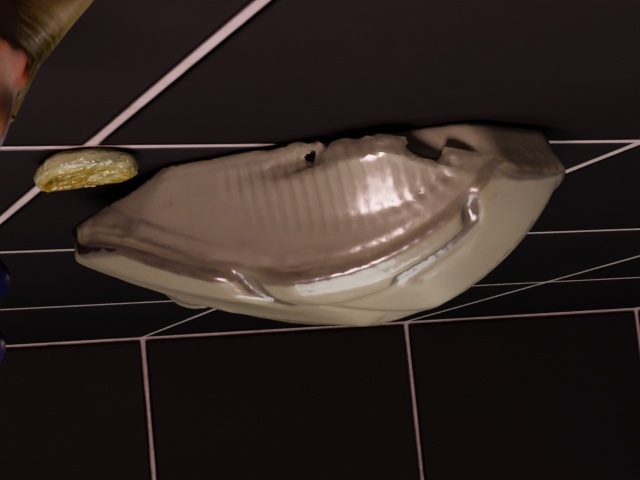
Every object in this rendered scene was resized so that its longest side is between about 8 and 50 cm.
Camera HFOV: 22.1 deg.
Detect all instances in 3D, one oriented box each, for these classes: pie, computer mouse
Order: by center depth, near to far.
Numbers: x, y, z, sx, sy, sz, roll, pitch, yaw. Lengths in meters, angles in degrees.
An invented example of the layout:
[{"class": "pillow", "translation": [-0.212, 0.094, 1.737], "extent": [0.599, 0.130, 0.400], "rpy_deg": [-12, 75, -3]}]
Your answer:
[{"class": "pie", "translation": [-0.181, -0.055, 1.264], "extent": [0.084, 0.021, 0.084], "rpy_deg": [-8, 169, -2]}, {"class": "computer mouse", "translation": [-0.002, 0.004, 1.375], "extent": [0.429, 0.145, 0.228], "rpy_deg": [-8, 174, 21]}]

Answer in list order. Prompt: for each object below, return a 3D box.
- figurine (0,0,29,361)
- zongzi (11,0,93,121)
[{"class": "figurine", "translation": [-0.180, -0.055, 0.675], "extent": [0.133, 0.194, 0.274], "rpy_deg": [2, 164, -1]}, {"class": "zongzi", "translation": [-0.227, -0.105, 0.762], "extent": [0.205, 0.204, 0.094], "rpy_deg": [43, -177, -39]}]
